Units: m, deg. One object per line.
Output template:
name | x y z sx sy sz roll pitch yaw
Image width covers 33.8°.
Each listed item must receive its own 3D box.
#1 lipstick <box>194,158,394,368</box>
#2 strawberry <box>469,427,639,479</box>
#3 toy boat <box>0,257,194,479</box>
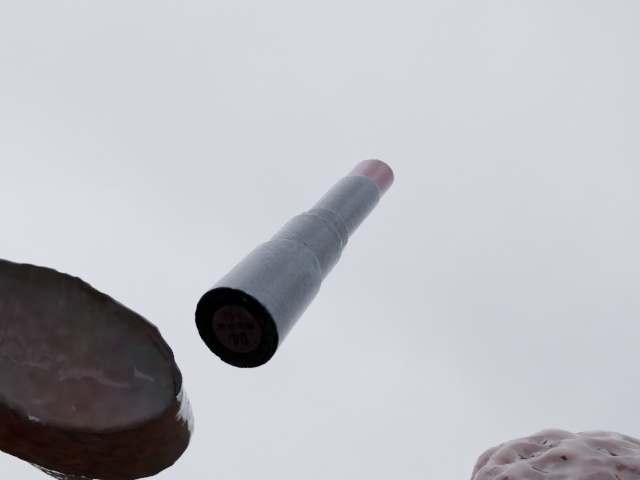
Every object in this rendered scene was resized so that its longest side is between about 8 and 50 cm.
lipstick | 0.000 0.000 0.691 0.053 0.234 0.053 12 -59 22
strawberry | 0.241 0.211 0.689 0.336 0.265 0.149 3 -88 17
toy boat | -0.186 0.107 0.680 0.206 0.282 0.096 20 -116 -4
